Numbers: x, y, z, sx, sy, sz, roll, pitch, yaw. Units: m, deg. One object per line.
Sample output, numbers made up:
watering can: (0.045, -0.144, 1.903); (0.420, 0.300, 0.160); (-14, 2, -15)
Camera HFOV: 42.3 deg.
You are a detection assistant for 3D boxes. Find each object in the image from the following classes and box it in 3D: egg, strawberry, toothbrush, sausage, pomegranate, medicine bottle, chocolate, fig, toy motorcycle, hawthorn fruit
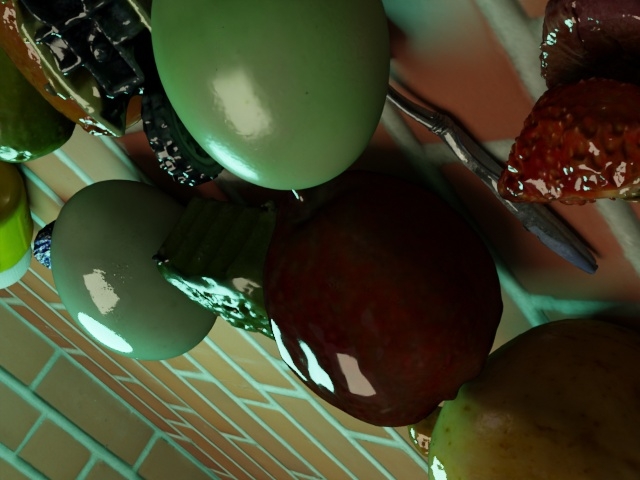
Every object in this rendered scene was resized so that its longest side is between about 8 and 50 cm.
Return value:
egg: (-0.319, 0.057, 1.459); (0.276, 0.276, 0.389); (17, 147, 30)
strawberry: (0.230, -0.083, 0.710); (0.175, 0.106, 0.236); (1, -178, -32)
toothbrush: (0.169, -0.093, 0.925); (0.413, 0.035, 0.042); (40, 145, -14)
sausage: (-0.319, -0.259, 1.055); (0.141, 0.153, 0.268); (20, 152, 56)
pomegranate: (0.298, 0.288, 1.072); (0.410, 0.410, 0.410); (26, 153, 14)
medicine bottle: (-0.766, -0.035, 1.867); (0.224, 0.224, 0.384); (32, 155, 2)
egg: (-0.045, -0.181, 0.782); (0.220, 0.220, 0.269); (-1, 103, 49)
chocolate: (-0.474, 0.003, 1.736); (0.343, 0.126, 0.148); (-1, 97, 44)
fig: (-0.452, -0.246, 1.200); (0.206, 0.206, 0.275); (31, 141, 4)
toy motorcycle: (-0.223, -0.250, 0.889); (0.169, 0.237, 0.410); (-24, 131, 14)
hawthorn fruit: (0.066, 0.068, 1.039); (0.325, 0.308, 0.308); (38, 156, 14)

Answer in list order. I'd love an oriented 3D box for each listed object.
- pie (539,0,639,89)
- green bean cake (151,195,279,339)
pie: (0.269, -0.149, 0.699); (0.182, 0.049, 0.182); (31, 159, 14)
green bean cake: (-0.099, 0.055, 1.298); (0.250, 0.156, 0.247); (13, 159, 43)
